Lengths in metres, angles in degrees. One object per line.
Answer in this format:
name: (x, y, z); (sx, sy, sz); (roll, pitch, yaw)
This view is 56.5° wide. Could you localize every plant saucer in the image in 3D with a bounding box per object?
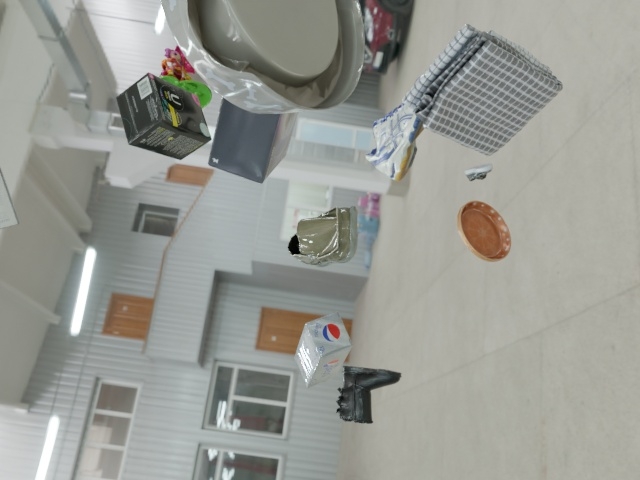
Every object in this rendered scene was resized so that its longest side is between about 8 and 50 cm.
plant saucer: (0.206, -0.011, 0.754); (0.013, 0.083, 0.084); (-41, 35, 52)

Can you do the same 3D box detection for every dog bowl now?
dog bowl: (-0.079, -0.343, 0.853); (0.348, 0.102, 0.349); (18, -113, -47)

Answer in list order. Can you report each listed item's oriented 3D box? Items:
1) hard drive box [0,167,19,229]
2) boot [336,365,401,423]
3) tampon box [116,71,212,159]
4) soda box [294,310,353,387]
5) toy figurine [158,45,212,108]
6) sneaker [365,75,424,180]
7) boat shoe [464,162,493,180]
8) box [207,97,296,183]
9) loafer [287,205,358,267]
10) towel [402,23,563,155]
hard drive box: (-0.993, -0.134, 1.706); (0.089, 0.181, 0.232); (12, 117, 63)
boot: (0.087, 0.282, 1.085); (0.045, 0.121, 0.099); (33, -120, -65)
tampon box: (-0.334, -0.262, 1.284); (0.161, 0.101, 0.121); (11, -124, -61)
soda box: (0.002, 0.287, 1.534); (0.286, 0.091, 0.098); (105, 144, -61)
toy figurine: (-0.383, -0.458, 1.608); (0.173, 0.130, 0.159); (18, -127, -51)
sneaker: (0.195, -0.292, 1.518); (0.112, 0.130, 0.297); (-41, -24, -47)
boat shoe: (0.467, -0.198, 1.741); (0.142, 0.049, 0.040); (-167, 54, -80)
box: (-0.176, -0.364, 1.755); (0.294, 0.182, 0.297); (-64, -7, -63)
loafer: (0.000, 0.000, 1.095); (0.251, 0.087, 0.095); (138, 135, -65)
towel: (0.361, -0.319, 1.312); (0.235, 0.283, 0.121); (-47, 45, 36)
